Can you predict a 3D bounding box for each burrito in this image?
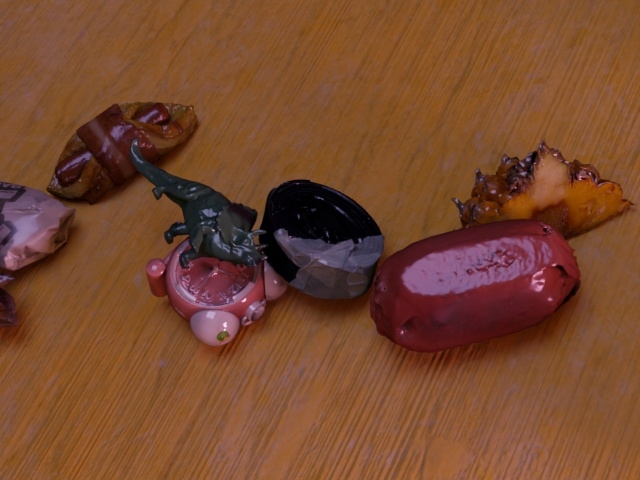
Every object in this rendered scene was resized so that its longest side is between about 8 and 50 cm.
[{"bbox_3d":[-0.587,-0.047,2.200,0.445,0.101,0.139,14,70,24],"label":"burrito"}]

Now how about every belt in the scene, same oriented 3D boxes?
[{"bbox_3d":[0.000,0.000,1.949,0.151,0.078,0.198,-19,50,-36],"label":"belt"}]

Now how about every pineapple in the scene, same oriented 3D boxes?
[{"bbox_3d":[0.274,-0.087,1.915,0.249,0.164,0.140,-24,42,4],"label":"pineapple"}]

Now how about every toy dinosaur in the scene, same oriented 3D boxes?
[{"bbox_3d":[-0.185,-0.035,1.954,0.292,0.079,0.120,28,57,28],"label":"toy dinosaur"}]

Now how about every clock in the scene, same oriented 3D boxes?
[{"bbox_3d":[-0.140,0.062,1.983,0.162,0.093,0.166,38,65,27],"label":"clock"}]

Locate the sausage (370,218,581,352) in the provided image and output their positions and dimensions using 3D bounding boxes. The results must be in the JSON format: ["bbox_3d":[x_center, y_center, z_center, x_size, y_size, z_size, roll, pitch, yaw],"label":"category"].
[{"bbox_3d":[0.197,0.058,1.832,0.279,0.152,0.152,-14,51,4],"label":"sausage"}]

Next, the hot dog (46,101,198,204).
[{"bbox_3d":[-0.315,-0.153,2.195,0.261,0.093,0.123,-36,51,-11],"label":"hot dog"}]

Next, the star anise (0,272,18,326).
[{"bbox_3d":[-0.529,0.073,2.075,0.197,0.073,0.212,-46,66,25],"label":"star anise"}]
